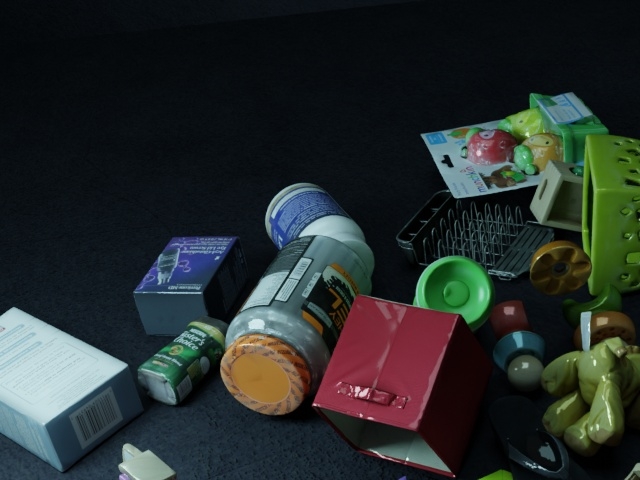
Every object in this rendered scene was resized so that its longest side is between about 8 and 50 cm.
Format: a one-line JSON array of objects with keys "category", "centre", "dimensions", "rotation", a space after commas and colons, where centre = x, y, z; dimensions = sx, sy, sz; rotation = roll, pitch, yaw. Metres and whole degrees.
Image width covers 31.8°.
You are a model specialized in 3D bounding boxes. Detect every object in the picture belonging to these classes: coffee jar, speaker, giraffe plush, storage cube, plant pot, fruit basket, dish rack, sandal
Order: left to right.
[{"category": "coffee jar", "centre": [-0.238, 0.213, 2.035], "dimensions": [0.096, 0.079, 0.184], "rotation": [11, 37, 35]}, {"category": "storage cube", "centre": [0.130, 0.220, 1.703], "dimensions": [0.184, 0.215, 0.193], "rotation": [9, 64, 31]}, {"category": "speaker", "centre": [0.216, 0.103, 1.848], "dimensions": [0.131, 0.131, 0.296], "rotation": [-12, -10, 1]}, {"category": "dish rack", "centre": [0.311, -0.009, 2.198], "dimensions": [0.272, 0.074, 0.208], "rotation": [9, 37, 32]}, {"category": "fruit basket", "centre": [0.415, -0.201, 2.364], "dimensions": [0.353, 0.165, 0.327], "rotation": [-5, 29, -5]}, {"category": "sandal", "centre": [0.310, 0.308, 1.624], "dimensions": [0.097, 0.054, 0.254], "rotation": [-18, 36, -11]}, {"category": "giraffe plush", "centre": [0.452, 0.222, 1.692], "dimensions": [0.171, 0.210, 0.181], "rotation": [11, 2, -28]}, {"category": "plant pot", "centre": [0.583, -0.048, 2.017], "dimensions": [0.207, 0.228, 0.227], "rotation": [0, 32, 8]}]

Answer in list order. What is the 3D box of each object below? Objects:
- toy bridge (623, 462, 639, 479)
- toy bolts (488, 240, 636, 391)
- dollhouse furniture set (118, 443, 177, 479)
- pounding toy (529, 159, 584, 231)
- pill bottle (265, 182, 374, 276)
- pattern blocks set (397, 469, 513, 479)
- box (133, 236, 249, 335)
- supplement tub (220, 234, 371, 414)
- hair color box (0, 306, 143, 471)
[{"category": "toy bridge", "centre": [0.388, 0.370, 1.500], "dimensions": [0.188, 0.026, 0.063], "rotation": [-46, 8, -28]}, {"category": "toy bolts", "centre": [0.379, 0.141, 1.816], "dimensions": [0.229, 0.218, 0.158], "rotation": [-26, 34, 14]}, {"category": "dollhouse furniture set", "centre": [-0.355, 0.444, 1.486], "dimensions": [0.303, 0.286, 0.198], "rotation": [-21, 29, -36]}, {"category": "pounding toy", "centre": [0.497, -0.104, 2.193], "dimensions": [0.130, 0.141, 0.100], "rotation": [10, 27, -15]}, {"category": "pill bottle", "centre": [0.000, 0.000, 2.226], "dimensions": [0.153, 0.153, 0.264], "rotation": [-21, 30, -13]}, {"category": "pattern blocks set", "centre": [0.205, 0.419, 1.556], "dimensions": [0.325, 0.026, 0.285], "rotation": [18, 40, 40]}, {"category": "box", "centre": [-0.252, 0.089, 2.221], "dimensions": [0.153, 0.108, 0.207], "rotation": [-1, 32, 19]}, {"category": "supplement tub", "centre": [-0.043, 0.146, 1.958], "dimensions": [0.194, 0.193, 0.316], "rotation": [1, 34, 23]}, {"category": "hair color box", "centre": [-0.515, 0.260, 2.033], "dimensions": [0.374, 0.113, 0.185], "rotation": [18, 42, 41]}]
